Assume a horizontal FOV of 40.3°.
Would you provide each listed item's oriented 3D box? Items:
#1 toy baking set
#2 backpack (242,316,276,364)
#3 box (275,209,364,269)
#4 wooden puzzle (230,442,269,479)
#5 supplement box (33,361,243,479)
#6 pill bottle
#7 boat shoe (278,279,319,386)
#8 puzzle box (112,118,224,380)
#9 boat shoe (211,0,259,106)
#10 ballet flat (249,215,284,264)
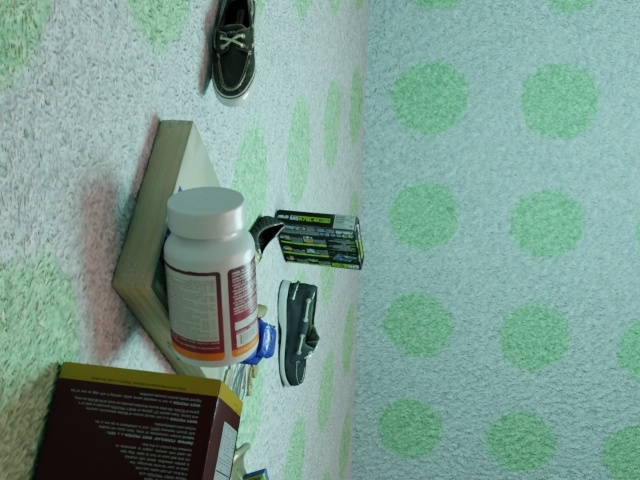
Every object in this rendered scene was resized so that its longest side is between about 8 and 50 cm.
[{"bbox_3d":[-0.144,0.229,1.777,0.256,0.030,0.196,11,83,-79],"label":"toy baking set"},{"bbox_3d":[-0.138,0.177,1.604,0.120,0.101,0.098,46,43,-71],"label":"backpack"},{"bbox_3d":[0.000,0.000,2.015,0.184,0.191,0.045,74,24,-60],"label":"box"},{"bbox_3d":[-0.106,0.555,1.620,0.322,0.080,0.348,97,-18,-80],"label":"wooden puzzle"},{"bbox_3d":[-0.208,0.258,1.003,0.129,0.191,0.194,73,24,-67],"label":"supplement box"},{"bbox_3d":[-0.146,0.048,1.163,0.121,0.121,0.221,-64,156,-63],"label":"pill bottle"},{"bbox_3d":[-0.048,0.236,2.129,0.114,0.091,0.302,-70,161,-54],"label":"boat shoe"},{"bbox_3d":[-0.198,0.040,1.347,0.409,0.052,0.272,76,22,-59],"label":"puzzle box"},{"bbox_3d":[-0.144,-0.325,1.437,0.070,0.078,0.219,74,15,-64],"label":"boat shoe"},{"bbox_3d":[-0.116,-0.003,1.774,0.173,0.049,0.057,-69,160,-56],"label":"ballet flat"}]
